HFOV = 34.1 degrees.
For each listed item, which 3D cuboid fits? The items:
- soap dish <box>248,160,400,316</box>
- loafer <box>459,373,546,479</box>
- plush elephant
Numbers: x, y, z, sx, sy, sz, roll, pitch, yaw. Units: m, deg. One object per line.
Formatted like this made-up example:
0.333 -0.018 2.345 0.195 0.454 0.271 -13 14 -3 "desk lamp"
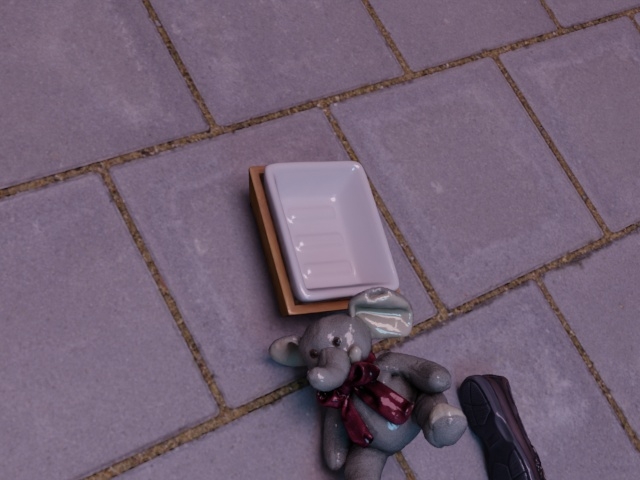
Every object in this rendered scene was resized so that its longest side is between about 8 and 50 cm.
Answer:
0.000 0.000 1.887 0.228 0.118 0.291 -5 66 -28 "soap dish"
0.350 0.375 1.866 0.095 0.109 0.303 -6 64 -33 "loafer"
0.061 0.228 1.713 0.255 0.272 0.330 42 24 -16 "plush elephant"
